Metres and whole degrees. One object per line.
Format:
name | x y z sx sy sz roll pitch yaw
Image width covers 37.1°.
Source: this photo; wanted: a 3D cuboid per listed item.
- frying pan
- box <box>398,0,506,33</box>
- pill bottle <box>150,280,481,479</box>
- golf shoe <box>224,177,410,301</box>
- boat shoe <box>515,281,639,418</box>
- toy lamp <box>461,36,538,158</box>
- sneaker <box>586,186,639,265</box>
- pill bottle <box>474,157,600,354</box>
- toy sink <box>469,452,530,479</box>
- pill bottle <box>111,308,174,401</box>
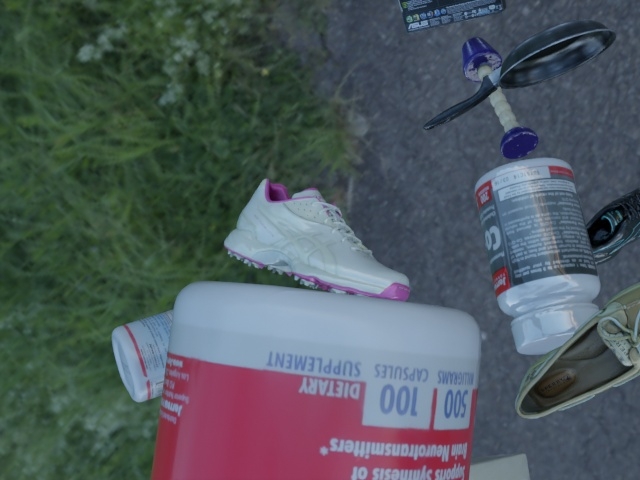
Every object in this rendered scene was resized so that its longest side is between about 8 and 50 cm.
frying pan | 0.335 -0.277 1.578 0.326 0.197 0.053 -29 76 46
box | 0.227 -0.488 1.741 0.191 0.045 0.184 -9 110 23
pill bottle | -0.015 0.242 0.689 0.229 0.407 0.229 6 175 0
golf shoe | 0.000 0.000 1.356 0.306 0.140 0.115 20 179 31
boat shoe | 0.382 0.156 1.282 0.104 0.089 0.285 48 123 9
toy lamp | 0.326 -0.272 1.771 0.080 0.274 0.080 -10 145 -7
sneaker | 0.620 -0.045 1.892 0.101 0.267 0.106 55 -170 25
pill bottle | 0.347 0.027 1.507 0.161 0.283 0.161 -7 161 -3
toy sink | 0.248 0.450 1.608 0.131 0.234 0.152 -15 78 37
pill bottle | -0.145 0.116 1.070 0.087 0.160 0.087 47 146 47
